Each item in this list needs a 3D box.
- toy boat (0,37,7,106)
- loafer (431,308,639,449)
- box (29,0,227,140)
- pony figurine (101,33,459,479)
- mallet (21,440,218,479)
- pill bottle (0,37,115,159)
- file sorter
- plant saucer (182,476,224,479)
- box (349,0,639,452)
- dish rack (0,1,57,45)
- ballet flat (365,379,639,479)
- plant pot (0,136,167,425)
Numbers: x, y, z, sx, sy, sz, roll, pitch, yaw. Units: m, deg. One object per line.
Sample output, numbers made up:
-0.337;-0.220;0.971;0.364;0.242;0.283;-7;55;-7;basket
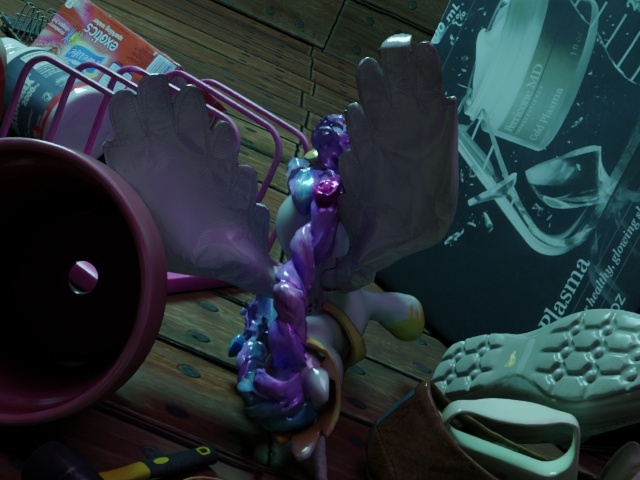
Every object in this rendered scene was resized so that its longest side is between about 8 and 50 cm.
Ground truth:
-0.471;-0.188;1.325;0.231;0.151;0.151;25;45;-1;toy boat
0.233;0.138;1.133;0.111;0.112;0.319;39;-25;-21;loafer
-0.264;-0.204;1.593;0.257;0.128;0.122;37;-3;36;box
0.000;0.000;1.096;0.302;0.351;0.363;-7;11;14;pony figurine
-0.138;0.160;0.864;0.062;0.039;0.189;34;14;17;mallet
-0.340;-0.173;1.471;0.180;0.108;0.108;34;18;30;pill bottle
-0.174;-0.074;1.272;0.202;0.182;0.290;33;18;25;file sorter
-0.069;0.200;0.870;0.083;0.013;0.083;24;15;-7;plant saucer
0.338;-0.069;1.477;0.297;0.480;0.472;11;21;-39;box
-0.380;-0.309;1.899;0.208;0.074;0.271;14;20;-37;dish rack
0.208;0.212;1.043;0.342;0.124;0.116;25;19;-2;ballet flat
-0.202;0.032;0.918;0.201;0.201;0.180;27;1;7;plant pot
